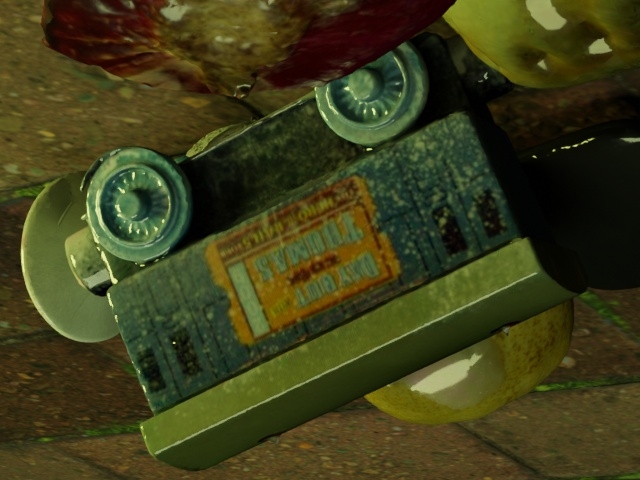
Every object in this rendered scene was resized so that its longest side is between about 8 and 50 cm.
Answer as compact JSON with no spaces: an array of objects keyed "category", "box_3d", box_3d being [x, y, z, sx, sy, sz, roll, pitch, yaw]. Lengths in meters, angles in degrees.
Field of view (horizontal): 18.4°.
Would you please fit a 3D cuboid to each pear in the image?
[{"category":"pear","box_3d":[0.079,0.030,1.297,0.178,0.178,0.178,7,157,3]}]

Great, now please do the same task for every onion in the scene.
[{"category":"onion","box_3d":[-0.006,-0.185,0.849,0.206,0.216,0.207,8,150,-9]}]

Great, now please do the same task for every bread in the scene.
[{"category":"bread","box_3d":[0.166,-0.154,0.951,0.268,0.130,0.152,-18,153,42]}]

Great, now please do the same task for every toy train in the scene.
[{"category":"toy train","box_3d":[0.000,0.000,1.190,0.300,0.202,0.131,-27,168,17]}]

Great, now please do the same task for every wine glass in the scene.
[{"category":"wine glass","box_3d":[-0.104,0.003,1.398,0.196,0.165,0.165,-3,155,40]}]

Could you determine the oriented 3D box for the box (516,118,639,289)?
[{"category":"box","box_3d":[0.212,-0.023,1.362,0.212,0.042,0.201,25,151,-36]}]
